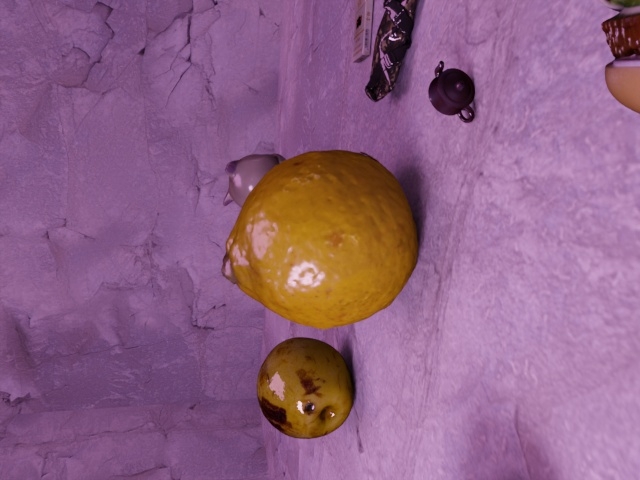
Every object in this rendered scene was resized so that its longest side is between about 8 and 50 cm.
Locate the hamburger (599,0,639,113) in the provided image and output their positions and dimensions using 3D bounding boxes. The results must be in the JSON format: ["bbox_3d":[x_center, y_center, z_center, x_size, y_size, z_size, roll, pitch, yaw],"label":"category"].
[{"bbox_3d":[0.255,-0.139,0.257,0.175,0.175,0.137,-126,26,-68],"label":"hamburger"}]

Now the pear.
[{"bbox_3d":[-0.042,0.406,1.186,0.283,0.283,0.284,-179,90,-76],"label":"pear"}]

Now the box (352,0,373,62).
[{"bbox_3d":[0.110,-0.560,1.129,0.090,0.024,0.167,-145,57,-74],"label":"box"}]

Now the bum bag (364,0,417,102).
[{"bbox_3d":[0.146,-0.407,0.881,0.102,0.069,0.248,33,122,45],"label":"bum bag"}]

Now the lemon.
[{"bbox_3d":[0.000,0.000,0.834,0.350,0.386,0.350,51,150,44],"label":"lemon"}]

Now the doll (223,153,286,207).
[{"bbox_3d":[-0.132,-0.184,1.495,0.215,0.369,0.226,113,173,-52],"label":"doll"}]

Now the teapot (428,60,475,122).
[{"bbox_3d":[0.202,-0.223,0.651,0.100,0.067,0.045,56,163,-3],"label":"teapot"}]
